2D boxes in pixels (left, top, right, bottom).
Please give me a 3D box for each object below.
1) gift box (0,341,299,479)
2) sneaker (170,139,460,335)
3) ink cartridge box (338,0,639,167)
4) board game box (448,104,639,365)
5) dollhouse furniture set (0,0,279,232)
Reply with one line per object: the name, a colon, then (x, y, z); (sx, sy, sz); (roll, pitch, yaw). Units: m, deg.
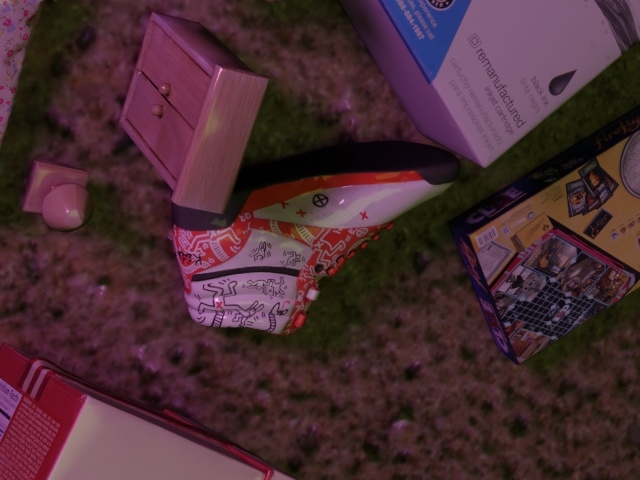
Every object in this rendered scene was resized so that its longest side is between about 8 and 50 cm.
gift box: (-0.188, 0.265, 1.344); (0.258, 0.255, 0.276); (27, 90, -29)
sneaker: (-0.001, 0.000, 1.428); (0.270, 0.090, 0.145); (-11, 114, -18)
ink cartridge box: (0.183, -0.252, 1.398); (0.307, 0.129, 0.223); (-40, 120, -8)
board game box: (0.261, -0.007, 1.577); (0.243, 0.042, 0.165); (-31, 119, -13)
dollhouse furniture set: (-0.233, -0.149, 1.195); (0.355, 0.174, 0.303); (11, 108, -29)
